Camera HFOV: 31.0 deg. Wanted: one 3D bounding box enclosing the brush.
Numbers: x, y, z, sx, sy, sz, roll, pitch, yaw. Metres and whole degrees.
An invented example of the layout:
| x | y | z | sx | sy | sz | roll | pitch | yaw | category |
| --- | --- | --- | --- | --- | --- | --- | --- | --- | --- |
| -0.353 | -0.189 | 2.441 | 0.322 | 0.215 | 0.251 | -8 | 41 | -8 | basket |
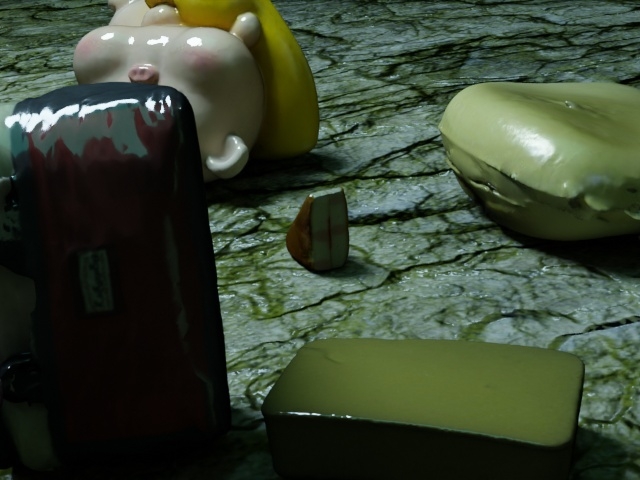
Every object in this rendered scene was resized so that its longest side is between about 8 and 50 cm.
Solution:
| x | y | z | sx | sy | sz | roll | pitch | yaw | category |
| --- | --- | --- | --- | --- | --- | --- | --- | --- | --- |
| 0.069 | 0.114 | 0.752 | 0.197 | 0.059 | 0.123 | 3 | 19 | 17 | brush |

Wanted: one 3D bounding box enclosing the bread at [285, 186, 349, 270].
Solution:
| x | y | z | sx | sy | sz | roll | pitch | yaw | category |
| --- | --- | --- | --- | --- | --- | --- | --- | --- | --- |
| 0.000 | 0.000 | 1.075 | 0.043 | 0.062 | 0.109 | -10 | -20 | -20 | bread |

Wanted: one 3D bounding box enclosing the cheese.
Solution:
| x | y | z | sx | sy | sz | roll | pitch | yaw | category |
| --- | --- | --- | --- | --- | --- | --- | --- | --- | --- |
| 0.251 | -0.083 | 1.127 | 0.259 | 0.128 | 0.316 | -2 | 23 | 1 | cheese |

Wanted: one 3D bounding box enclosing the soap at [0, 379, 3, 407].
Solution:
| x | y | z | sx | sy | sz | roll | pitch | yaw | category |
| --- | --- | --- | --- | --- | --- | --- | --- | --- | --- |
| -0.363 | 0.120 | 0.642 | 0.324 | 0.127 | 0.220 | -19 | -7 | -38 | soap |

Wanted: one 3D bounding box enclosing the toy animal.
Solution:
| x | y | z | sx | sy | sz | roll | pitch | yaw | category |
| --- | --- | --- | --- | --- | --- | --- | --- | --- | --- |
| -0.191 | -0.191 | 1.337 | 0.345 | 0.278 | 0.247 | 16 | 43 | 36 | toy animal |

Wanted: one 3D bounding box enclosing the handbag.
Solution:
| x | y | z | sx | sy | sz | roll | pitch | yaw | category |
| --- | --- | --- | --- | --- | --- | --- | --- | --- | --- |
| -0.160 | 0.025 | 0.769 | 0.181 | 0.254 | 0.181 | -8 | 6 | -3 | handbag |
